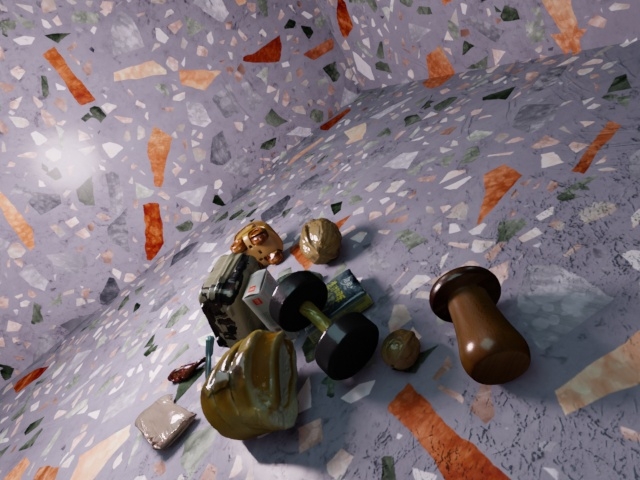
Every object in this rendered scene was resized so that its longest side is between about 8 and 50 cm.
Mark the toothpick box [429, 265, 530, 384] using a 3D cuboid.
[{"bbox_3d":[0.395,0.201,1.016,0.192,0.192,0.294,-27,36,15],"label":"toothpick box"}]

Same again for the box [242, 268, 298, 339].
[{"bbox_3d":[-0.172,0.241,1.482,0.079,0.269,0.135,-21,33,20],"label":"box"}]

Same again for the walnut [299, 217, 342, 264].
[{"bbox_3d":[0.000,0.000,1.754,0.198,0.198,0.245,-28,25,15],"label":"walnut"}]

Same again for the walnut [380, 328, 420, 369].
[{"bbox_3d":[0.226,0.302,1.126,0.105,0.105,0.124,5,47,51],"label":"walnut"}]

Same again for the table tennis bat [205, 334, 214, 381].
[{"bbox_3d":[-0.434,0.455,1.562,0.033,0.201,0.124,1,25,-20],"label":"table tennis bat"}]

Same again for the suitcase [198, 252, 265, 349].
[{"bbox_3d":[-0.308,0.219,1.588,0.194,0.351,0.339,1,38,14],"label":"suitcase"}]

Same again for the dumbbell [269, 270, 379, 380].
[{"bbox_3d":[0.005,0.254,1.246,0.204,0.203,0.322,-43,48,-14],"label":"dumbbell"}]

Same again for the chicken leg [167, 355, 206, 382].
[{"bbox_3d":[-0.561,0.542,1.691,0.205,0.053,0.093,-20,17,21],"label":"chicken leg"}]

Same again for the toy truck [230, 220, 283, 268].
[{"bbox_3d":[-0.326,0.030,2.052,0.288,0.204,0.211,-28,26,17],"label":"toy truck"}]

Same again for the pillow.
[{"bbox_3d":[-0.582,0.667,1.494,0.270,0.067,0.173,4,42,50],"label":"pillow"}]

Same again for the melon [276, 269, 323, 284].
[{"bbox_3d":[-0.079,0.203,1.662,0.203,0.093,0.139,-9,55,-10],"label":"melon"}]

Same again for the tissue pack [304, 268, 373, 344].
[{"bbox_3d":[0.044,0.232,1.456,0.257,0.081,0.185,-35,29,2],"label":"tissue pack"}]

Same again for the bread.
[{"bbox_3d":[-0.239,0.446,1.244,0.341,0.210,0.300,-32,43,39],"label":"bread"}]
